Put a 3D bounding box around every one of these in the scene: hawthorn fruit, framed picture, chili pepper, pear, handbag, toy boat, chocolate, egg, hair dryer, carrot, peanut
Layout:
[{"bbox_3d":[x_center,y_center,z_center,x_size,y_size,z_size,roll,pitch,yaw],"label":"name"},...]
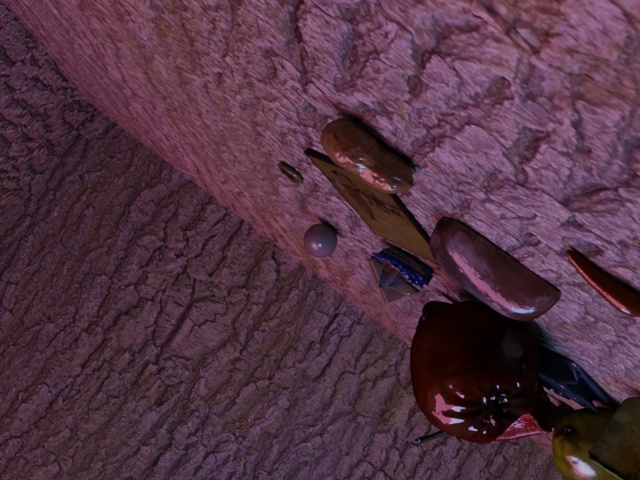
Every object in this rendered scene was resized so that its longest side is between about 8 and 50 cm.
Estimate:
[{"bbox_3d":[0.349,0.287,1.632,0.308,0.308,0.325,39,-153,-13],"label":"hawthorn fruit"},{"bbox_3d":[0.128,-0.065,1.548,0.255,0.014,0.339,30,169,45],"label":"framed picture"},{"bbox_3d":[0.413,0.445,1.804,0.338,0.131,0.134,-27,124,37],"label":"chili pepper"},{"bbox_3d":[0.718,0.461,1.396,0.281,0.176,0.286,38,177,-20],"label":"pear"},{"bbox_3d":[0.557,0.325,1.708,0.179,0.062,0.229,42,172,-28],"label":"handbag"},{"bbox_3d":[0.185,0.080,1.786,0.175,0.110,0.091,34,171,36],"label":"toy boat"},{"bbox_3d":[0.298,0.066,1.300,0.254,0.080,0.157,36,172,10],"label":"chocolate"},{"bbox_3d":[0.000,0.000,2.171,0.103,0.103,0.135,36,171,10],"label":"egg"},{"bbox_3d":[0.672,0.500,1.690,0.269,0.213,0.212,27,176,-20],"label":"pear"},{"bbox_3d":[0.663,0.483,2.167,0.248,0.070,0.114,39,173,23],"label":"hair dryer"},{"bbox_3d":[0.401,0.063,1.004,0.142,0.035,0.035,41,173,13],"label":"carrot"},{"bbox_3d":[0.077,-0.135,1.162,0.174,0.080,0.080,34,172,-1],"label":"peanut"}]

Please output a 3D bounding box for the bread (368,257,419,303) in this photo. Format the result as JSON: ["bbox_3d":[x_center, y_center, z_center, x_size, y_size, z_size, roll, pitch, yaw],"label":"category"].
[{"bbox_3d":[0.216,0.109,2.138,0.077,0.105,0.152,123,126,-83],"label":"bread"}]

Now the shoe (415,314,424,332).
[{"bbox_3d":[0.369,0.350,2.049,0.171,0.237,0.384,41,171,-25],"label":"shoe"}]

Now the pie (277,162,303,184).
[{"bbox_3d":[-0.076,-0.171,1.837,0.085,0.017,0.085,37,173,6],"label":"pie"}]

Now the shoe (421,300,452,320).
[{"bbox_3d":[0.371,0.219,1.854,0.227,0.099,0.112,32,164,15],"label":"shoe"}]
